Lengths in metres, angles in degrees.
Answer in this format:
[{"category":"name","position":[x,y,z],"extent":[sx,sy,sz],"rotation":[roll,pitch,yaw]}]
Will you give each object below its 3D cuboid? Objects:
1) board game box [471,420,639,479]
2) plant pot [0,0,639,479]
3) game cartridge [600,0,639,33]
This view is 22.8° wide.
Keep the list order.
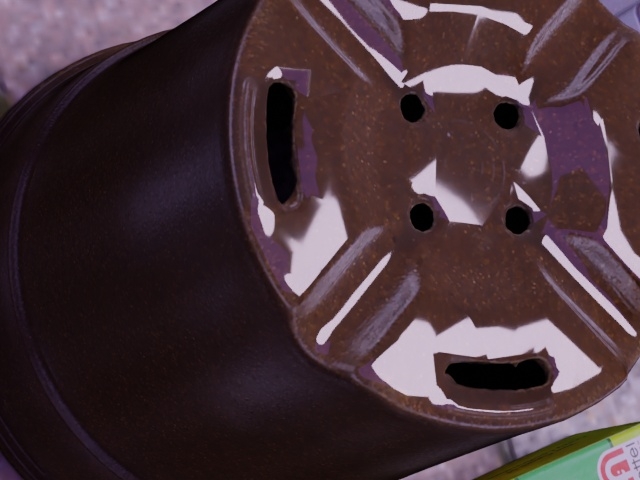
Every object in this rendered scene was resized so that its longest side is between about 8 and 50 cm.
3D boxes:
[{"category":"board game box","position":[0.038,0.129,0.483],"extent":[0.181,0.043,0.092],"rotation":[-18,86,-29]},{"category":"plant pot","position":[0.000,0.000,0.427],"extent":[0.167,0.165,0.167],"rotation":[6,75,-25]},{"category":"game cartridge","position":[0.102,-0.218,0.535],"extent":[0.230,0.068,0.355],"rotation":[-34,109,-28]}]
